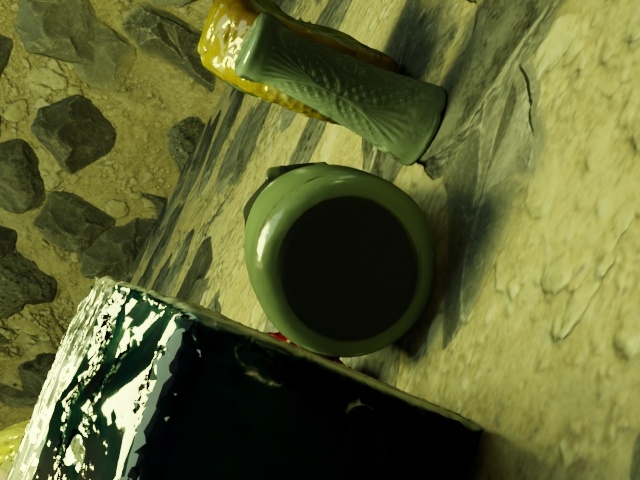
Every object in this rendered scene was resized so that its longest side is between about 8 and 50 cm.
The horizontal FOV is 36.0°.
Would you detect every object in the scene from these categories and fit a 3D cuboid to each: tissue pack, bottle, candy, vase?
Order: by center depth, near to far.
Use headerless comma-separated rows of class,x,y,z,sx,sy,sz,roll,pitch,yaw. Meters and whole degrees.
tissue pack,-0.101,0.263,0.688,0.253,0.264,0.416,12,77,58
bottle,0.000,0.002,1.006,0.168,0.168,0.347,-66,11,3
vase,0.018,-0.168,1.070,0.096,0.219,0.096,-59,16,28
candy,-0.026,-0.231,1.254,0.260,0.260,0.118,-106,37,-67

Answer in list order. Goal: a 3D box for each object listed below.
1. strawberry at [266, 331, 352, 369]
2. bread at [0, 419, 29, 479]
strawberry,-0.025,0.134,0.943,0.085,0.140,0.192,-60,9,-9
bread,-0.459,0.387,1.696,0.375,0.237,0.165,109,157,-82
